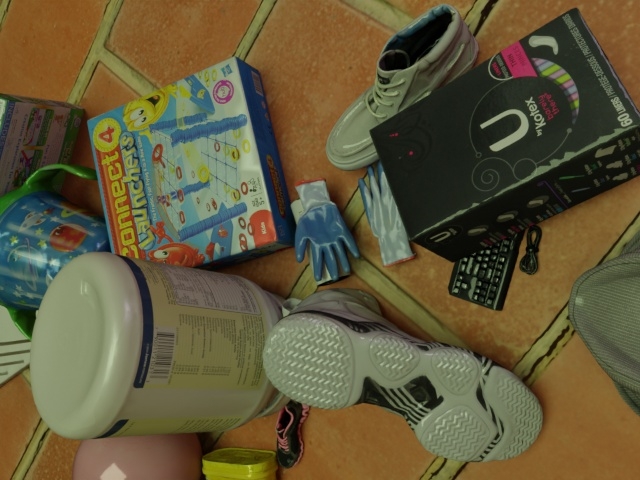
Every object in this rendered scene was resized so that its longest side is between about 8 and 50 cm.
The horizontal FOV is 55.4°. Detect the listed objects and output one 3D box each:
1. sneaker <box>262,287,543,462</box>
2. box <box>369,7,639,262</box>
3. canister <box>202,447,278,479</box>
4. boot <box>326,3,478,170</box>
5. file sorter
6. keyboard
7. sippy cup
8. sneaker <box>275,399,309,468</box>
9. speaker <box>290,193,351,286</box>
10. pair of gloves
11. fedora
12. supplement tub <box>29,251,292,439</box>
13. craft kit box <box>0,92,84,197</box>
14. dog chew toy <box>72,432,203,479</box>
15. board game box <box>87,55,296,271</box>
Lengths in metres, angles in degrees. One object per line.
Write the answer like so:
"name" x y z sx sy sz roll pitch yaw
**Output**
"sneaker" 0.105 0.161 0.821 0.366 0.210 0.137 19 101 -6
"box" 0.222 -0.110 0.727 0.270 0.143 0.165 -29 63 25
"canister" -0.124 0.431 0.979 0.126 0.073 0.169 -6 88 28
"boot" 0.089 -0.205 0.815 0.258 0.123 0.095 -43 66 13
"file sorter" -0.701 0.182 1.260 0.278 0.173 0.192 -33 73 26
"keyboard" 0.238 0.001 0.805 0.108 0.023 0.180 18 99 29
"sippy cup" -0.455 0.035 1.104 0.224 0.240 0.305 15 134 19
"sneaker" -0.054 0.301 0.950 0.047 0.057 0.119 9 95 28
"speaker" 0.000 0.000 0.924 0.055 0.055 0.136 -25 77 27
"pair of gloves" 0.053 -0.030 0.877 0.198 0.023 0.159 -13 80 10
"fedora" 0.347 0.081 0.602 0.275 0.125 0.243 -144 66 -63
"supplement tub" -0.202 0.152 0.860 0.236 0.325 0.235 -12 71 40
"craft kit box" -0.558 -0.145 1.143 0.061 0.246 0.249 22 100 7
"dog chew toy" -0.303 0.451 1.019 0.207 0.207 0.331 10 103 30
"board game box" -0.216 -0.100 1.009 0.302 0.086 0.308 -17 81 20
